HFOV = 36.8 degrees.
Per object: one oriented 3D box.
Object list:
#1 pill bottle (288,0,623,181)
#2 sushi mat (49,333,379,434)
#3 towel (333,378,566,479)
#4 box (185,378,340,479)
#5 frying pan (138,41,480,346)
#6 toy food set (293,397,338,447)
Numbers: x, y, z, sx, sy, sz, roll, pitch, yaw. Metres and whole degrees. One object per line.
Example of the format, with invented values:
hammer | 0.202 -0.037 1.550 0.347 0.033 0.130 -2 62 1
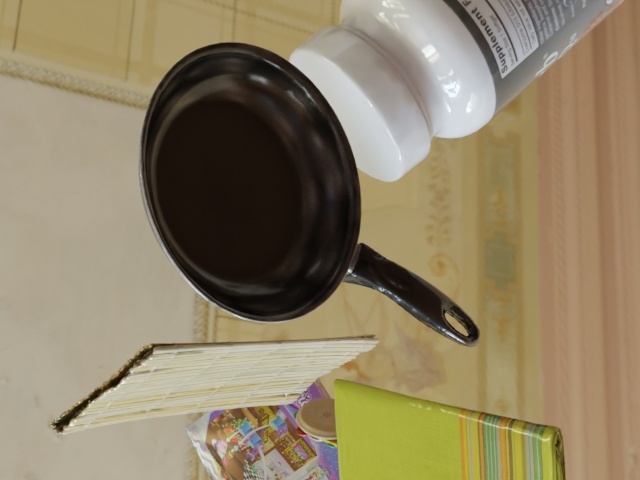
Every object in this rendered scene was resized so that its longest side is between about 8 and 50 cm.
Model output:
pill bottle | 0.153 -0.242 1.032 0.363 0.210 0.210 -41 -81 -14
sushi mat | -0.086 0.133 0.922 0.317 0.151 0.019 5 -128 -51
towel | 0.098 0.178 0.783 0.021 0.237 0.102 -8 -81 -41
box | -0.040 0.324 1.336 0.201 0.057 0.293 -37 -123 4
frying pan | -0.002 -0.029 0.713 0.326 0.053 0.197 12 -108 -43
toy food set | 0.007 0.228 1.218 0.082 0.083 0.020 -34 -45 -50
